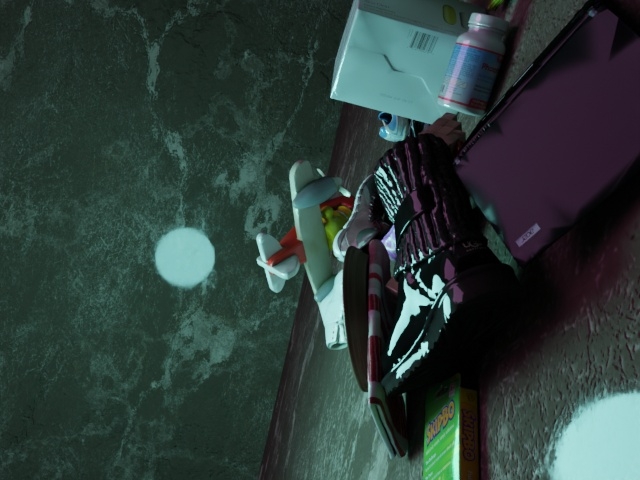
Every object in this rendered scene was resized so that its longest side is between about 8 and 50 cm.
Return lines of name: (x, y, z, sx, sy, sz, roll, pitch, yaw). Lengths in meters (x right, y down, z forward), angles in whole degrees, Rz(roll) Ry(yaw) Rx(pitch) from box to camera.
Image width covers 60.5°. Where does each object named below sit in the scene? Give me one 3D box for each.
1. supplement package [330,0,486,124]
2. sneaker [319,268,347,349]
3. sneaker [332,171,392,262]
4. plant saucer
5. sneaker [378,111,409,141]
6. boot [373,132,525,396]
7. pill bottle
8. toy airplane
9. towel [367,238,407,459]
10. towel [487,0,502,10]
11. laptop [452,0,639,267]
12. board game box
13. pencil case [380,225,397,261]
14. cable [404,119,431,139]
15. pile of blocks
supplement package: (0.174, -0.376, 1.101, 0.204, 0.261, 0.145, 111, 168, -49)
sneaker: (0.084, 0.194, 1.511, 0.293, 0.108, 0.169, 117, 151, -50)
sneaker: (0.156, -0.060, 1.451, 0.162, 0.106, 0.281, 5, 65, 55)
plant saucer: (0.090, 0.146, 1.051, 0.278, 0.041, 0.278, -8, -90, -77)
sneaker: (0.208, -0.373, 1.534, 0.085, 0.086, 0.237, 110, 171, -53)
boot: (0.143, 0.049, 0.792, 0.348, 0.131, 0.260, 110, 147, -48)
pill bottle: (0.268, -0.304, 0.955, 0.087, 0.087, 0.160, -97, 21, -69)
toy airplane: (0.000, 0.000, 1.590, 0.386, 0.272, 0.385, 29, -109, -59)
towel: (0.123, 0.194, 1.000, 0.237, 0.037, 0.329, 68, -160, -45)
towel: (0.336, -0.457, 0.885, 0.102, 0.021, 0.237, -64, 3, 3)
laptop: (0.282, -0.140, 0.638, 0.234, 0.136, 0.264, -50, -3, 36)
board game box: (0.178, 0.326, 0.763, 0.124, 0.039, 0.260, 117, 162, -59)
pencil case: (0.189, -0.041, 1.104, 0.086, 0.088, 0.206, -82, 8, -47)
cable: (0.240, -0.262, 1.291, 0.151, 0.047, 0.185, -96, 17, -47)
pile of blocks: (0.214, -0.023, 0.929, 0.112, 0.149, 0.362, 27, 122, 38)
